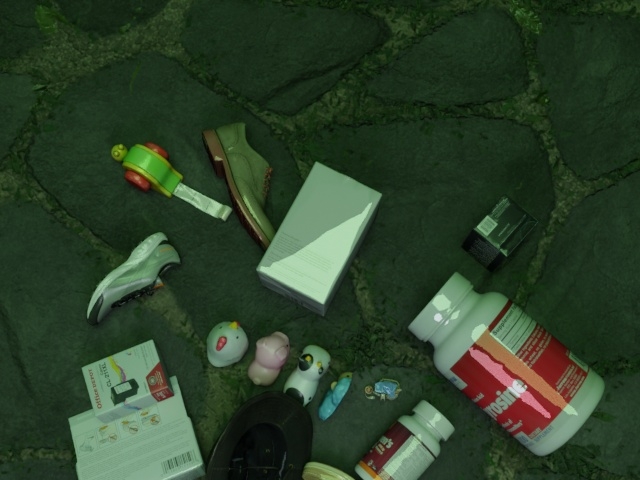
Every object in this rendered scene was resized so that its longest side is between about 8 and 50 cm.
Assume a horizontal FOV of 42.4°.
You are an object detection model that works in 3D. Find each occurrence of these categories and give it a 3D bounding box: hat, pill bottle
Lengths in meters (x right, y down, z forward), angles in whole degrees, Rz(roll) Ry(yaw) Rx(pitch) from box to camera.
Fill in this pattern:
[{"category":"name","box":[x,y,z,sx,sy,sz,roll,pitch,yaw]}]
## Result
[{"category":"hat","box":[-0.162,0.483,1.814,0.134,0.331,0.331,9,71,46]},{"category":"pill bottle","box":[0.190,0.471,1.844,0.121,0.121,0.221,43,79,9]},{"category":"pill bottle","box":[0.404,0.265,1.842,0.407,0.229,0.229,41,79,9]}]

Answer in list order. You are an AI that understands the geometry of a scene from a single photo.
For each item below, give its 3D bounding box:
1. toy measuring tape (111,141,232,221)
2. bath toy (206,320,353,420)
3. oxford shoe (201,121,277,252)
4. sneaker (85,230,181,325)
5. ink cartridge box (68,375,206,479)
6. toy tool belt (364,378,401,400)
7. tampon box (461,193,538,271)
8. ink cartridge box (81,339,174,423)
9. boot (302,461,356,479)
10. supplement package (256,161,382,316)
[{"category":"toy measuring tape","box":[-0.367,-0.149,1.995,0.330,0.121,0.121,29,78,6]},{"category":"bath toy","box":[-0.101,0.280,1.886,0.348,0.129,0.151,24,78,6]},{"category":"oxford shoe","box":[-0.165,-0.138,1.992,0.130,0.123,0.348,-24,79,-12]},{"category":"sneaker","box":[-0.443,0.102,1.942,0.108,0.100,0.271,44,79,4]},{"category":"ink cartridge box","box":[-0.418,0.467,1.874,0.275,0.060,0.239,-21,53,-5]},{"category":"toy tool belt","box":[0.144,0.346,1.910,0.083,0.051,0.052,3,76,0]},{"category":"tampon box","box":[0.419,-0.016,1.945,0.101,0.161,0.120,42,78,9]},{"category":"ink cartridge box","box":[-0.441,0.324,1.887,0.175,0.072,0.127,-22,66,-6]},{"category":"boot","box":[0.034,0.627,1.794,0.262,0.095,0.203,36,59,2]},{"category":"supplement package","box":[0.000,0.000,1.929,0.177,0.175,0.293,27,78,8]}]
